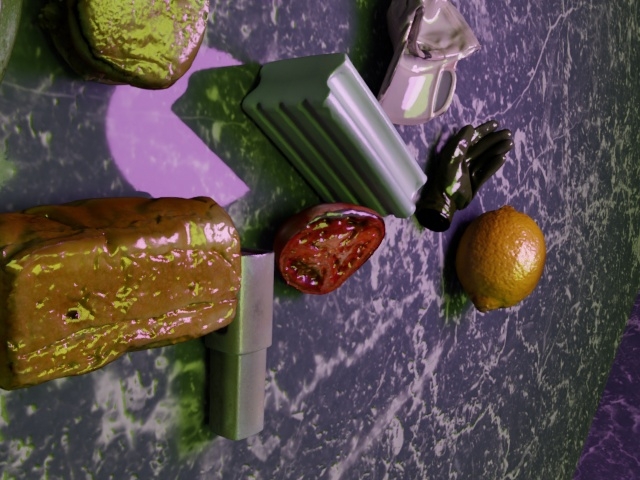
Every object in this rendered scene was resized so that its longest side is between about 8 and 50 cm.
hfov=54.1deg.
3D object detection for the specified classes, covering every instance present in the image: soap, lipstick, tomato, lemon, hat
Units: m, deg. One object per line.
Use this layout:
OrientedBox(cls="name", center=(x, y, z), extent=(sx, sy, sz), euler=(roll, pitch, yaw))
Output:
OrientedBox(cls="soap", center=(0.028, -0.143, 0.918), extent=(0.265, 0.159, 0.088), euler=(46, 60, -43))
OrientedBox(cls="lipstick", center=(-0.112, 0.138, 0.856), extent=(0.077, 0.079, 0.253), euler=(-7, 103, -51))
OrientedBox(cls="tomato", center=(0.001, -0.007, 0.951), extent=(0.166, 0.082, 0.174), euler=(-47, 141, 12))
OrientedBox(cls="lemon", center=(0.388, 0.039, 1.358), extent=(0.188, 0.188, 0.257), euler=(37, 66, -46))
OrientedBox(cls="hat", center=(0.161, -0.330, 1.118), extent=(0.219, 0.164, 0.226), euler=(13, 125, -50))

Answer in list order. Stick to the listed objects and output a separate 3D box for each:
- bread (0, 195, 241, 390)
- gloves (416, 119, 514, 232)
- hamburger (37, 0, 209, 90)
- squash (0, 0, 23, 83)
OrientedBox(cls="bread", center=(-0.221, 0.037, 0.668), extent=(0.294, 0.132, 0.167), euler=(-14, 107, -50))
OrientedBox(cls="gloves", center=(0.286, -0.137, 1.272), extent=(0.268, 0.107, 0.135), euler=(-50, 124, -11))
OrientedBox(cls="hamburger", center=(-0.213, -0.238, 0.646), extent=(0.185, 0.131, 0.159), euler=(26, 88, -46))
OrientedBox(cls="squash", center=(-0.308, -0.256, 0.547), extent=(0.101, 0.101, 0.379), euler=(10, 89, -50))
